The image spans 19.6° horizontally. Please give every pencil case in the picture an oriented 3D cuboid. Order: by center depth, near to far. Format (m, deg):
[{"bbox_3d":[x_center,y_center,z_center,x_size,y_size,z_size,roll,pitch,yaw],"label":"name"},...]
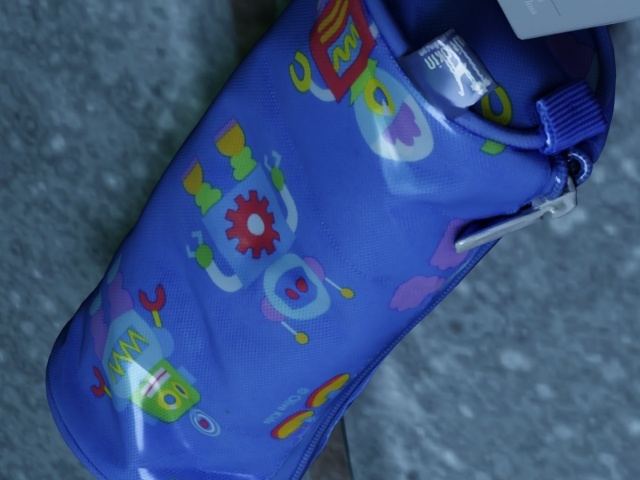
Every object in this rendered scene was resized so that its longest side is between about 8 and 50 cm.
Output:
[{"bbox_3d":[0.000,0.000,0.743,0.133,0.119,0.306,58,135,19],"label":"pencil case"}]

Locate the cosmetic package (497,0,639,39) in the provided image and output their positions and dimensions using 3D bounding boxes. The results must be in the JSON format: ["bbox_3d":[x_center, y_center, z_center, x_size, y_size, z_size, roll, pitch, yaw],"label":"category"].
[{"bbox_3d":[0.149,-0.151,0.552,0.238,0.107,0.127,-8,134,29],"label":"cosmetic package"}]
